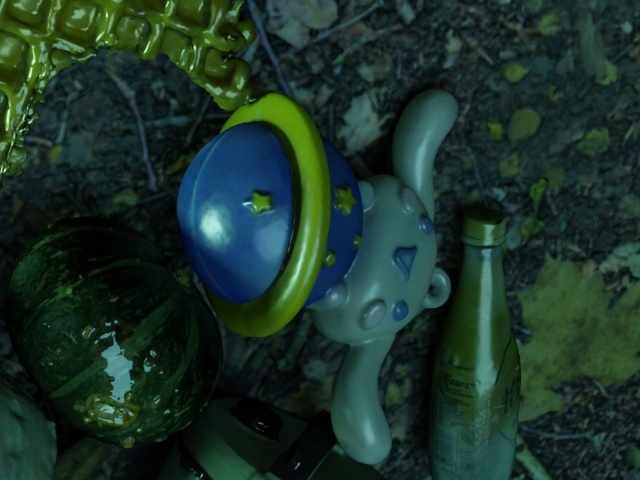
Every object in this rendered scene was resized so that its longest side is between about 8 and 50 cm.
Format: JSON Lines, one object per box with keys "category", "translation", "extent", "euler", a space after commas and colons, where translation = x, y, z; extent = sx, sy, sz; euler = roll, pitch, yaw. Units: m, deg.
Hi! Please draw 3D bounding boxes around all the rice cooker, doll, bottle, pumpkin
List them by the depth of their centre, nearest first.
{"category": "pumpkin", "translation": [-0.163, 0.072, 1.493], "extent": [0.190, 0.190, 0.146], "euler": [29, 104, -32]}
{"category": "doll", "translation": [-0.012, 0.027, 1.545], "extent": [0.242, 0.159, 0.311], "euler": [2, 86, -51]}
{"category": "rice cooker", "translation": [-0.046, 0.256, 1.618], "extent": [0.226, 0.226, 0.244], "euler": [20, 102, -30]}
{"category": "bottle", "translation": [0.140, 0.099, 1.697], "extent": [0.083, 0.083, 0.269], "euler": [-6, 113, -20]}

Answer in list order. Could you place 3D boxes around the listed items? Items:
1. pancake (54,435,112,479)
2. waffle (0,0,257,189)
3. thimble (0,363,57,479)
{"category": "pancake", "translation": [-0.233, 0.216, 1.553], "extent": [0.021, 0.199, 0.199], "euler": [44, 94, 5]}
{"category": "waffle", "translation": [-0.188, -0.174, 1.428], "extent": [0.293, 0.069, 0.260], "euler": [-24, 123, -12]}
{"category": "thimble", "translation": [-0.348, 0.191, 1.425], "extent": [0.195, 0.291, 0.291], "euler": [36, 98, -31]}
